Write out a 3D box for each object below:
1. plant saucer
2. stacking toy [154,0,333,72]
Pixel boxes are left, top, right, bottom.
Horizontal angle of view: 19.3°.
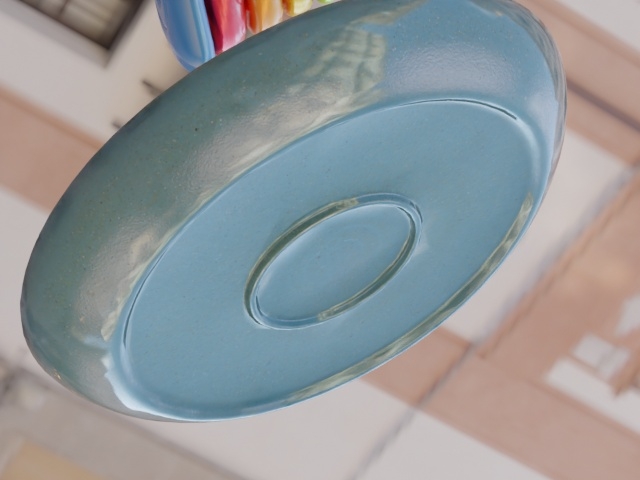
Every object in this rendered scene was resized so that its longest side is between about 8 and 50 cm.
[{"bbox_3d":[0.000,0.000,0.978,0.317,0.318,0.043,-51,-125,31],"label":"plant saucer"},{"bbox_3d":[-0.011,-0.278,1.758,0.175,0.302,0.165,-123,-162,-62],"label":"stacking toy"}]
